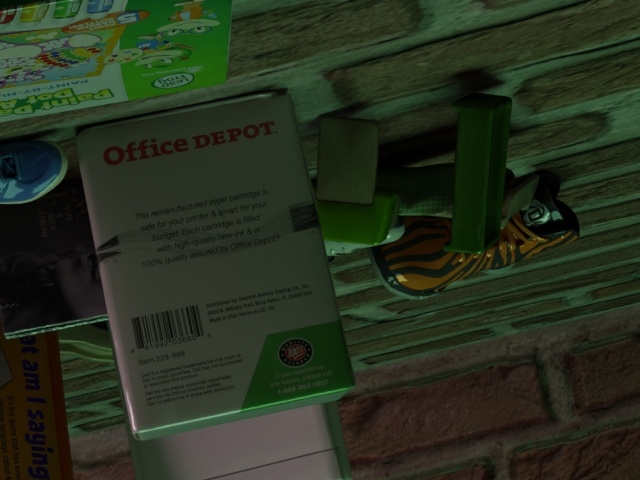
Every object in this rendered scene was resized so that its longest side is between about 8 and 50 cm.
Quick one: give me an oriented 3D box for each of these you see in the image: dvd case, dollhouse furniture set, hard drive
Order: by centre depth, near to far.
[{"bbox_3d":[-0.218,0.005,1.727,0.221,0.164,0.018,-11,149,-7],"label":"dvd case"},{"bbox_3d":[-0.112,0.108,1.841,0.233,0.353,0.047,-16,167,19],"label":"hard drive"},{"bbox_3d":[0.116,-0.093,1.845,0.197,0.151,0.301,6,-168,17],"label":"dollhouse furniture set"}]

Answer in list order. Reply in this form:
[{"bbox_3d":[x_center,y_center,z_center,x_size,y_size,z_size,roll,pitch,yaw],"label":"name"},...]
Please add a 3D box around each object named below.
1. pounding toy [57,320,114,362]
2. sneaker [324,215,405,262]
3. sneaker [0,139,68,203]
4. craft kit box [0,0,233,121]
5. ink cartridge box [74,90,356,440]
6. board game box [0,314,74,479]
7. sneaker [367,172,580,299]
[{"bbox_3d":[-0.221,0.067,2.100,0.269,0.154,0.155,12,161,-17],"label":"pounding toy"},{"bbox_3d":[0.000,0.000,2.000,0.237,0.086,0.085,-4,-174,37],"label":"sneaker"},{"bbox_3d":[-0.312,-0.059,1.573,0.152,0.058,0.084,-8,178,14],"label":"sneaker"},{"bbox_3d":[-0.190,-0.155,1.263,0.250,0.061,0.246,-11,171,-6],"label":"craft kit box"},{"bbox_3d":[-0.101,0.026,1.632,0.211,0.289,0.121,-11,171,-6],"label":"ink cartridge box"},{"bbox_3d":[-0.477,0.241,1.909,0.356,0.356,0.356,-3,157,-16],"label":"board game box"},{"bbox_3d":[0.209,-0.020,2.200,0.180,0.124,0.321,-28,172,41],"label":"sneaker"}]
